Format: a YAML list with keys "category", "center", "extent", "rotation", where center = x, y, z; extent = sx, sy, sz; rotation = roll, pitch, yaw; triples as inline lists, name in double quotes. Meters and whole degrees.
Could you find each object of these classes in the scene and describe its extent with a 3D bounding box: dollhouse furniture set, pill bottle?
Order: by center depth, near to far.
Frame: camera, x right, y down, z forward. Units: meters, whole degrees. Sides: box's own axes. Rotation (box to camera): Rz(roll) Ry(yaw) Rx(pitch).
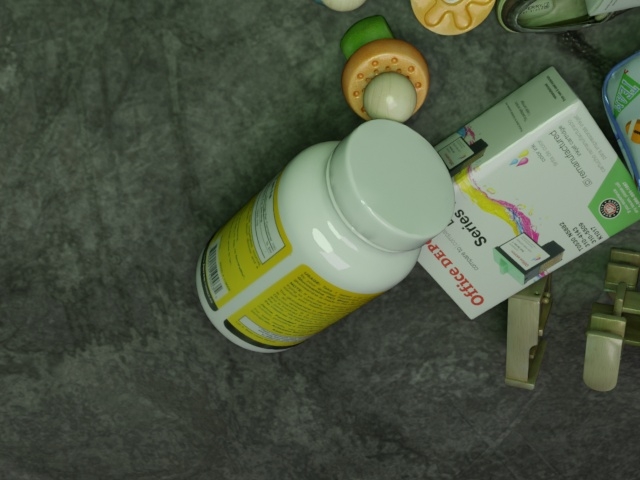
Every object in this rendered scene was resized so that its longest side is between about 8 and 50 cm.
- category: "pill bottle"
  center: [0.000, 0.000, 0.982]
  extent: [0.188, 0.187, 0.334]
  rotation: [29, 143, -20]
- category: "dollhouse furniture set"
  center: [0.392, 0.131, 1.154]
  extent: [0.242, 0.212, 0.160]
  rotation: [9, 125, 22]

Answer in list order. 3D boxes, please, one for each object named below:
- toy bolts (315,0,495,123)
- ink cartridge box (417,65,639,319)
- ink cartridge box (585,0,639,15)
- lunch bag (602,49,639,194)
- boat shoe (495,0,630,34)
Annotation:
- category: "toy bolts"
  center: [0.081, -0.256, 0.905]
  extent: [0.218, 0.158, 0.228]
  rotation: [-34, 119, 18]
- category: "ink cartridge box"
  center: [0.246, -0.054, 1.072]
  extent: [0.278, 0.117, 0.201]
  rotation: [-35, 119, 18]
- category: "ink cartridge box"
  center: [0.383, -0.342, 0.868]
  extent: [0.213, 0.093, 0.154]
  rotation: [-10, 85, 2]
- category: "lunch bag"
  center: [0.482, -0.143, 0.925]
  extent: [0.115, 0.243, 0.303]
  rotation: [-10, 167, -45]
- category: "boat shoe"
  center: [0.319, -0.283, 0.953]
  extent: [0.224, 0.073, 0.080]
  rotation: [-14, 123, 6]
